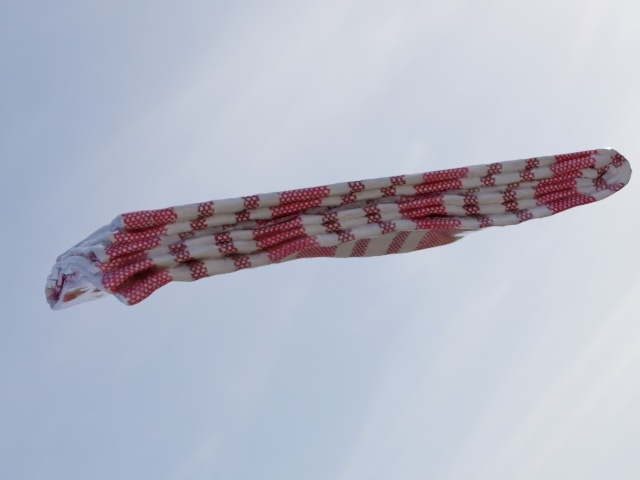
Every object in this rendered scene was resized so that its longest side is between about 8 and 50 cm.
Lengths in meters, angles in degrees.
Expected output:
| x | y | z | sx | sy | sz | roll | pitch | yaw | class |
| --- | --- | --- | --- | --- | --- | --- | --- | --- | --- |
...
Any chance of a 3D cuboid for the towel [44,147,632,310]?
| x | y | z | sx | sy | sz | roll | pitch | yaw | class |
| --- | --- | --- | --- | --- | --- | --- | --- | --- | --- |
| 0.000 | 0.000 | 0.523 | 0.197 | 0.029 | 0.144 | -9 | -3 | -19 | towel |
